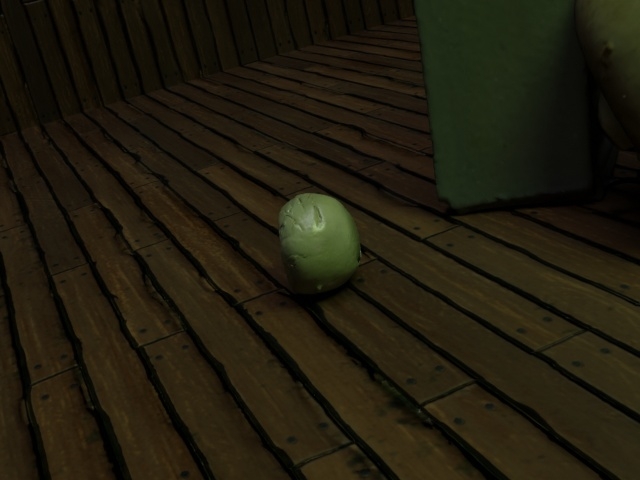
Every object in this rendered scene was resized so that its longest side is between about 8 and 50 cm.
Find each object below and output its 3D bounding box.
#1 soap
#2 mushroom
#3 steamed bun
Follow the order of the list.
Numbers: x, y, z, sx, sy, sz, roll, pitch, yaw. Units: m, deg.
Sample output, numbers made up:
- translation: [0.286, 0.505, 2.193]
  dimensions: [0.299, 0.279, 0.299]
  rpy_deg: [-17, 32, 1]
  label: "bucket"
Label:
- translation: [0.277, -0.300, 1.171]
  dimensions: [0.212, 0.435, 0.350]
  rpy_deg: [0, 24, 28]
  label: "soap"
- translation: [0.420, -0.181, 0.972]
  dimensions: [0.362, 0.362, 0.294]
  rpy_deg: [-37, -6, -46]
  label: "mushroom"
- translation: [0.000, 0.000, 1.018]
  dimensions: [0.090, 0.113, 0.130]
  rpy_deg: [-13, 14, 5]
  label: "steamed bun"
